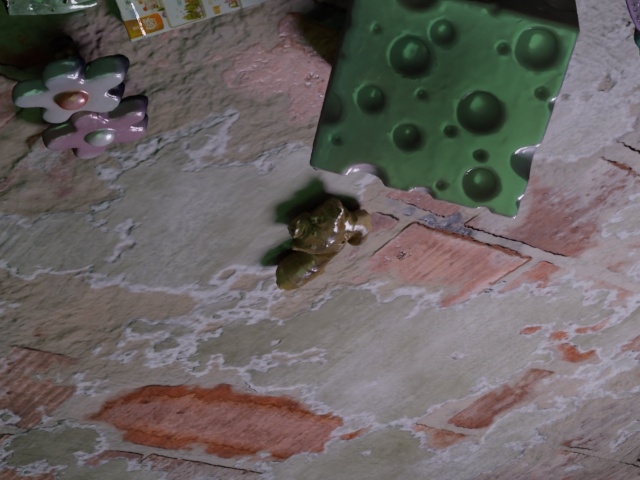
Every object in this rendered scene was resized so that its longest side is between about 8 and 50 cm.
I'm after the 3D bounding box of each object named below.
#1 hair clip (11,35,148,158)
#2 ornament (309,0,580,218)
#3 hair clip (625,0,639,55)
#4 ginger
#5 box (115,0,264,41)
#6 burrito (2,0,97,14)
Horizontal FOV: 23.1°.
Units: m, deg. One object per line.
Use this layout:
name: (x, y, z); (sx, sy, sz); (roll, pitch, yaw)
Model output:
hair clip: (-0.288, -0.168, 1.907); (0.146, 0.075, 0.257); (-22, 153, -2)
ornament: (0.139, -0.203, 1.766); (0.240, 0.239, 0.239); (14, 118, -2)
hair clip: (0.434, -0.369, 1.952); (0.095, 0.110, 0.358); (-50, 155, -26)
ginger: (-0.010, 0.003, 2.321); (0.214, 0.059, 0.133); (-38, 151, 32)
box: (-0.130, -0.304, 1.804); (0.220, 0.032, 0.122); (-18, 149, -2)
burrito: (-0.298, -0.282, 1.744); (0.118, 0.044, 0.074); (0, 141, -20)
